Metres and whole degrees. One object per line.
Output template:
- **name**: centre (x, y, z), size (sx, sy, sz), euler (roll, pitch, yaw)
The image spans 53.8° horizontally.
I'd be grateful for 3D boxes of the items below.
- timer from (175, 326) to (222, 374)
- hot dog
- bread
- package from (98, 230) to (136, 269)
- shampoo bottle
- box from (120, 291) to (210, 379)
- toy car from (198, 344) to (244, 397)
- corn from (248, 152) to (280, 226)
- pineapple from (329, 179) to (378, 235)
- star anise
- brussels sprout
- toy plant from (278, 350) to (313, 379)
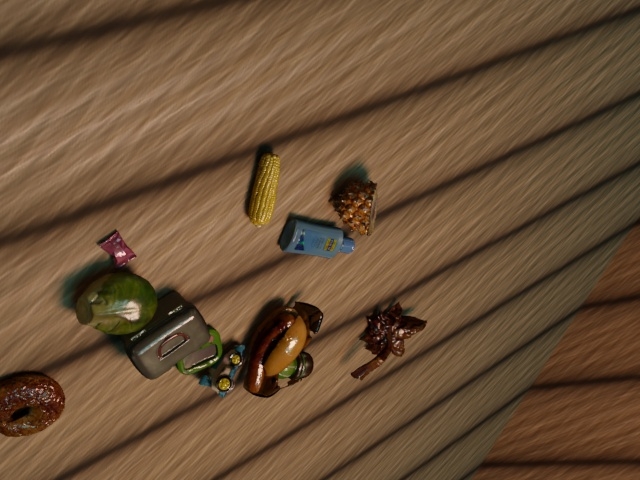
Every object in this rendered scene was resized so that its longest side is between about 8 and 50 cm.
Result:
- **timer**: centre (-0.350, 0.312, 1.793), size (0.140, 0.047, 0.128), euler (-21, 126, -28)
- **hot dog**: centre (-0.134, 0.323, 1.874), size (0.107, 0.194, 0.326), euler (28, 84, -52)
- **bread**: centre (-0.718, 0.405, 1.538), size (0.193, 0.064, 0.193), euler (-19, 129, -26)
- **package**: centre (-0.487, 0.024, 1.513), size (0.059, 0.029, 0.083), euler (-39, 126, -19)
- **shampoo bottle**: centre (0.000, 0.000, 1.876), size (0.258, 0.061, 0.104), euler (9, 111, -43)
- **box**: centre (-0.407, 0.244, 1.644), size (0.210, 0.129, 0.148), euler (-34, 133, -17)
- **toy car**: centre (-0.286, 0.374, 1.857), size (0.126, 0.098, 0.161), euler (116, -6, -77)
- **corn**: centre (-0.147, -0.132, 1.668), size (0.067, 0.067, 0.206), euler (-4, 116, -38)
- **pineapple**: centre (0.092, -0.100, 1.851), size (0.176, 0.137, 0.161), euler (-46, 143, -71)
- **star anise**: centre (0.228, 0.362, 2.232), size (0.346, 0.148, 0.237), euler (-39, 133, -28)
- **brussels sprout**: centre (-0.486, 0.152, 1.518), size (0.161, 0.144, 0.181), euler (-32, 158, 29)
- **toy plant**: centre (-0.102, 0.399, 2.020), size (0.162, 0.093, 0.093), euler (12, 108, -43)
